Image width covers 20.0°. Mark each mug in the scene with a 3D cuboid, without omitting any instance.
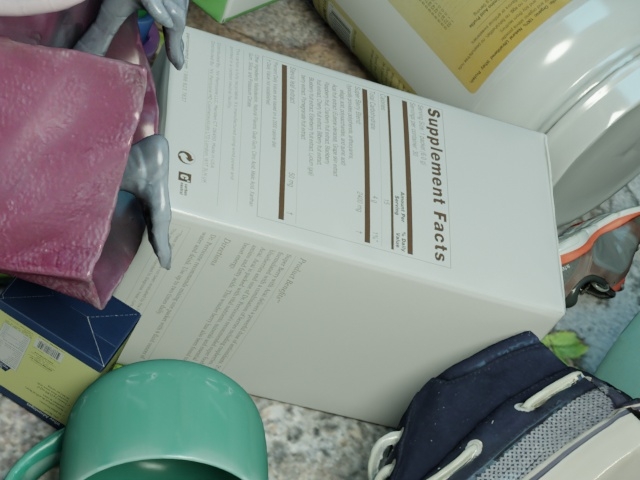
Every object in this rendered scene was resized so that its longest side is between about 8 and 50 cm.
[{"bbox_3d":[-0.111,0.133,1.142,0.158,0.129,0.097,14,44,-17],"label":"mug"}]

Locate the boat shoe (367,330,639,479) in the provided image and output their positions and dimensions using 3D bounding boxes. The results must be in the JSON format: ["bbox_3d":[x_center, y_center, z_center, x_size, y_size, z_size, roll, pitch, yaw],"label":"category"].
[{"bbox_3d":[0.066,0.196,1.164,0.341,0.127,0.158,-32,39,-13],"label":"boat shoe"}]

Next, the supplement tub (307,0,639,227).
[{"bbox_3d":[0.150,-0.186,1.495,0.228,0.228,0.316,-24,67,-41],"label":"supplement tub"}]

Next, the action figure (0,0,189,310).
[{"bbox_3d":[-0.269,-0.075,1.069,0.370,0.275,0.248,3,43,0],"label":"action figure"}]

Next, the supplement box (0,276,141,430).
[{"bbox_3d":[-0.177,0.068,1.196,0.083,0.083,0.056,33,44,0],"label":"supplement box"}]

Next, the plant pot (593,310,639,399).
[{"bbox_3d":[0.320,0.151,1.271,0.235,0.293,0.293,37,41,29],"label":"plant pot"}]

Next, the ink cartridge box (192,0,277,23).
[{"bbox_3d":[-0.089,-0.281,1.398,0.219,0.092,0.160,40,44,20],"label":"ink cartridge box"}]

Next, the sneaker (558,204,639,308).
[{"bbox_3d":[0.232,0.015,1.502,0.158,0.061,0.064,-24,93,-40],"label":"sneaker"}]

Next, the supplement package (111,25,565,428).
[{"bbox_3d":[0.000,0.000,1.285,0.293,0.177,0.175,15,48,-18],"label":"supplement package"}]

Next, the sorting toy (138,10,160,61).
[{"bbox_3d":[-0.282,-0.195,1.339,0.366,0.126,0.127,5,50,-25],"label":"sorting toy"}]
